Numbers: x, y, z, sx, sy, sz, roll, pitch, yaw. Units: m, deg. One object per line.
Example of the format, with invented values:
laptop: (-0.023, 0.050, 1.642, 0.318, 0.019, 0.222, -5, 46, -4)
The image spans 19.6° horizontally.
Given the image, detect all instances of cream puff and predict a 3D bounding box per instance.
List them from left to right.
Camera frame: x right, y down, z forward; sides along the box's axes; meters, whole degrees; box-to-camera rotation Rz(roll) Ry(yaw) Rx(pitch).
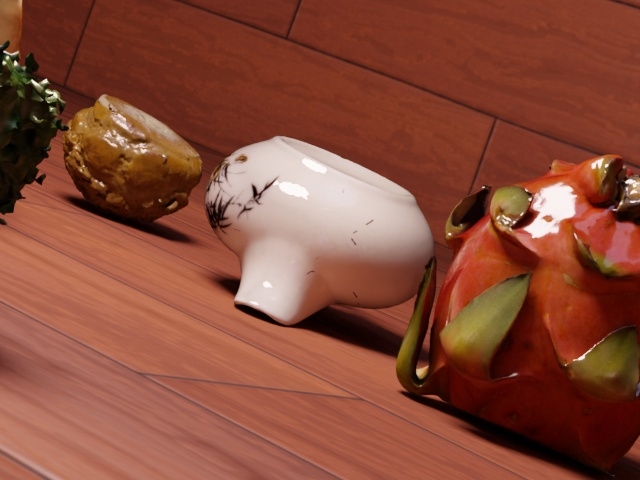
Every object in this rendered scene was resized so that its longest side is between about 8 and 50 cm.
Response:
cream puff: (-0.191, -0.075, 1.828, 0.144, 0.103, 0.126, 35, 10, -4)

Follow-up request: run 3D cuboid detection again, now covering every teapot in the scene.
teapot: (0.000, 0.000, 1.638, 0.208, 0.166, 0.300, 14, -4, 10)

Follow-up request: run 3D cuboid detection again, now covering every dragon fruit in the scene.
dragon fruit: (0.184, 0.048, 1.375, 0.224, 0.227, 0.224, 13, 1, 0)

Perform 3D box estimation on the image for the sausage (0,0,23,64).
sausage: (-0.366, -0.195, 1.521, 0.233, 0.233, 0.287, 19, 4, -16)

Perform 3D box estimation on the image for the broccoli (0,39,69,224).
broccoli: (-0.215, -0.023, 0.937, 0.194, 0.194, 0.219, 23, -18, 32)
